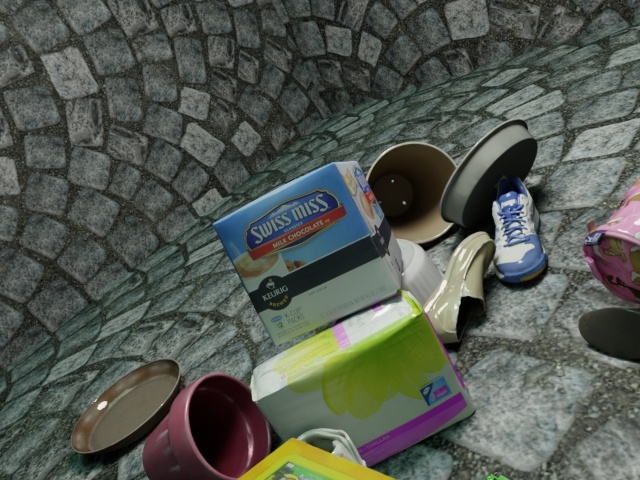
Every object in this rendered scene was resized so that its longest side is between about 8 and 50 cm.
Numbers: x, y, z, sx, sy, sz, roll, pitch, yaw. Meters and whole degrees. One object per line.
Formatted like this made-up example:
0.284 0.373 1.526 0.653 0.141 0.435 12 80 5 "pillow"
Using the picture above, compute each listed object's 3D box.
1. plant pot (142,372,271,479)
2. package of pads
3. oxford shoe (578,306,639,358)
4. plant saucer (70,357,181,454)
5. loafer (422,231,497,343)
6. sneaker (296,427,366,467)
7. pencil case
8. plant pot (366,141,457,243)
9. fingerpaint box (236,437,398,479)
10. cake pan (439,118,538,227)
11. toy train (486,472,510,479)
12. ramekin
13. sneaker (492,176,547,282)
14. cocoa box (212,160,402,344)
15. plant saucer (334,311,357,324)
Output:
-0.221 0.372 1.016 0.180 0.201 0.201 -36 17 26 "plant pot"
0.065 0.237 0.879 0.297 0.229 0.101 -29 21 2 "package of pads"
0.495 0.132 0.817 0.076 0.076 0.212 -8 1 -40 "oxford shoe"
-0.477 0.422 1.396 0.311 0.050 0.310 -26 22 11 "plant saucer"
0.287 0.100 1.088 0.092 0.102 0.268 20 65 38 "loafer"
0.055 0.353 0.717 0.108 0.169 0.293 -37 24 -24 "sneaker"
0.564 -0.084 0.851 0.167 0.160 0.386 36 74 23 "pencil case"
0.227 -0.126 1.518 0.257 0.256 0.274 -30 5 -2 "plant pot"
0.024 0.381 0.441 0.445 0.163 0.371 4 17 40 "fingerpaint box"
0.402 -0.145 1.299 0.293 0.293 0.054 -36 59 -16 "cake pan"
0.253 0.329 0.725 0.024 0.017 0.083 -27 19 -22 "toy train"
0.137 0.109 1.212 0.273 0.127 0.272 -26 23 12 "ramekin"
0.406 -0.029 1.181 0.112 0.130 0.296 -17 26 24 "sneaker"
0.000 0.000 1.016 0.232 0.227 0.347 -25 4 12 "cocoa box"
0.100 0.192 1.040 0.199 0.036 0.198 -10 66 23 "plant saucer"
